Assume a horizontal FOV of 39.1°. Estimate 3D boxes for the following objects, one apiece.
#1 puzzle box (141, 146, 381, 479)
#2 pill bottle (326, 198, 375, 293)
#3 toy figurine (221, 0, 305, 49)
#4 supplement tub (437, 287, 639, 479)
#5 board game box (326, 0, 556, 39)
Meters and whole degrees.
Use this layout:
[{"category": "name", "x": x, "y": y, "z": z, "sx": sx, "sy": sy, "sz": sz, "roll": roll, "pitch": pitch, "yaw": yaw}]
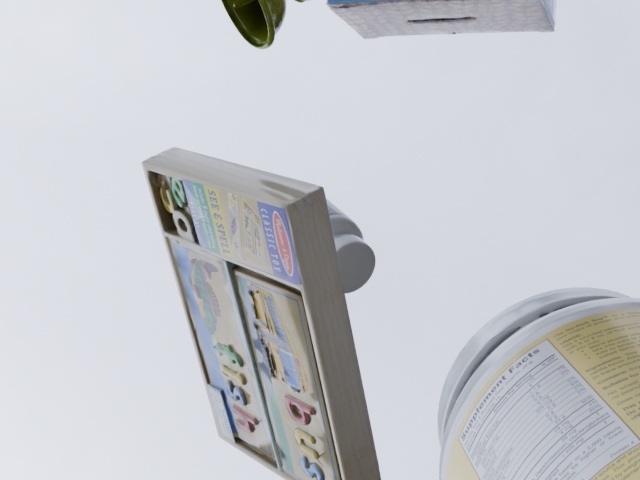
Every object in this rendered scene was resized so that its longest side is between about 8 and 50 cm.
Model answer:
[{"category": "puzzle box", "x": -0.065, "y": 0.107, "z": 1.036, "sx": 0.052, "sy": 0.272, "sz": 0.409, "roll": -30, "pitch": -59, "yaw": -33}, {"category": "pill bottle", "x": 0.000, "y": 0.000, "z": 1.310, "sx": 0.108, "sy": 0.180, "sz": 0.108, "roll": -14, "pitch": -59, "yaw": -24}, {"category": "toy figurine", "x": -0.072, "y": -0.450, "z": 1.122, "sx": 0.217, "sy": 0.191, "sz": 0.362, "roll": -38, "pitch": -80, "yaw": -40}, {"category": "supplement tub", "x": 0.206, "y": 0.176, "z": 0.534, "sx": 0.241, "sy": 0.331, "sz": 0.241, "roll": -2, "pitch": -74, "yaw": -6}, {"category": "board game box", "x": 0.144, "y": -0.387, "z": 1.004, "sx": 0.141, "sy": 0.232, "sz": 0.291, "roll": 10, "pitch": -97, "yaw": -69}]
